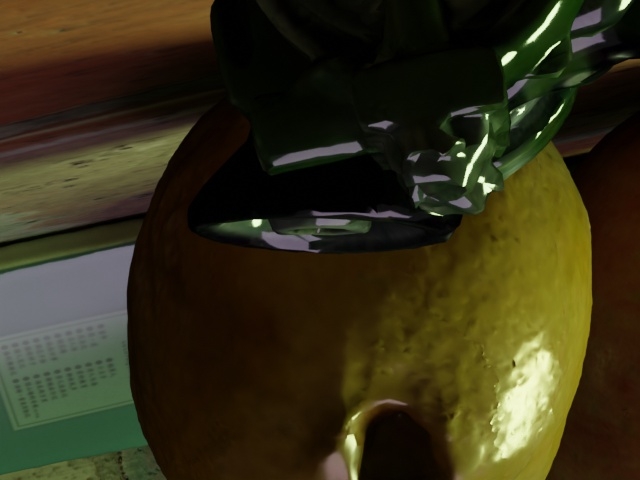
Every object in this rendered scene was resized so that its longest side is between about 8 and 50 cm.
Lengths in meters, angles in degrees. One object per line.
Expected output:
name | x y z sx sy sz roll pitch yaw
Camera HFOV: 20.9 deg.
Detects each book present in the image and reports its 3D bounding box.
book | -0.152 0.078 1.264 0.379 0.031 0.264 -12 143 -7

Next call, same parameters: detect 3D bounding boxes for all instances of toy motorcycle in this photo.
toy motorcycle | 0.092 -0.058 0.435 0.275 0.127 0.205 -9 173 6

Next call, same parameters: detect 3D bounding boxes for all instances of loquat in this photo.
loquat | 0.014 0.030 0.734 0.193 0.238 0.238 4 175 -2

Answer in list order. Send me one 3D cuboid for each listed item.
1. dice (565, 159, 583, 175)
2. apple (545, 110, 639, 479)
dice | 0.293 0.087 1.557 0.318 0.322 0.330 -9 173 -30
apple | 0.313 0.068 1.120 0.392 0.391 0.346 -11 -167 -21
